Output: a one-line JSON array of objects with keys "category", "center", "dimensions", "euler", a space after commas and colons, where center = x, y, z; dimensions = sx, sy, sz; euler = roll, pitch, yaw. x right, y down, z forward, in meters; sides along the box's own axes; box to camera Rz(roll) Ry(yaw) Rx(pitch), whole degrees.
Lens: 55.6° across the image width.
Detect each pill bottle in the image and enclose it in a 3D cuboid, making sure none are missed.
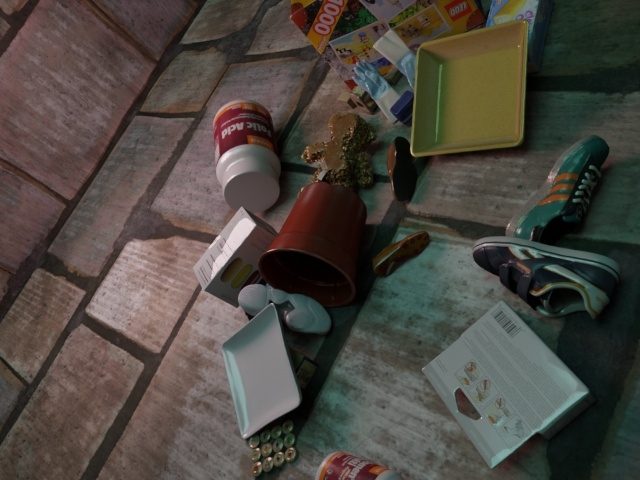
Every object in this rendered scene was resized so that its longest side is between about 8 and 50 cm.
[{"category": "pill bottle", "center": [-0.257, -0.294, 2.117], "dimensions": [0.224, 0.224, 0.392], "euler": [-32, 44, 19]}, {"category": "pill bottle", "center": [0.104, 0.529, 1.264], "dimensions": [0.221, 0.121, 0.121], "euler": [3, 63, 43]}]

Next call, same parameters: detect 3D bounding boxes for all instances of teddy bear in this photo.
[{"category": "teddy bear", "center": [0.055, -0.222, 1.857], "dimensions": [0.245, 0.113, 0.338], "euler": [-6, 65, 26]}]

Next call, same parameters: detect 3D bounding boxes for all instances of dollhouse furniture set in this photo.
[{"category": "dollhouse furniture set", "center": [0.152, -0.535, 2.027], "dimensions": [0.182, 0.101, 0.161], "euler": [-54, 41, -5]}]

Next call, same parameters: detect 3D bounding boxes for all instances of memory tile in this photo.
[{"category": "memory tile", "center": [-0.122, 0.529, 1.547], "dimensions": [0.148, 0.012, 0.113], "euler": [-30, 44, 22]}]

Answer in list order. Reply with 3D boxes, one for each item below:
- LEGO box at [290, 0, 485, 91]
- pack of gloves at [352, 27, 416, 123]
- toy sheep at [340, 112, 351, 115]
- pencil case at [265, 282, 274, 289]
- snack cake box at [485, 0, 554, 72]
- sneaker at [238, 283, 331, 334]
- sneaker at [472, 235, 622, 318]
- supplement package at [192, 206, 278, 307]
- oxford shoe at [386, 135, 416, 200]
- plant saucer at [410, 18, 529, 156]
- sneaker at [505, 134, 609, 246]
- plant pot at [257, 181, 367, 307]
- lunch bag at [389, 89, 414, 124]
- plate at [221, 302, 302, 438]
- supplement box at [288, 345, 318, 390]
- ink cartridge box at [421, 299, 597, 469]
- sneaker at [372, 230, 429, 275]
[{"category": "LEGO box", "center": [0.209, -0.762, 1.941], "dimensions": [0.500, 0.372, 0.193], "euler": [-22, 48, 29]}, {"category": "pack of gloves", "center": [0.229, -0.517, 1.923], "dimensions": [0.195, 0.046, 0.232], "euler": [-42, 82, 12]}, {"category": "toy sheep", "center": [0.094, -0.367, 1.968], "dimensions": [0.091, 0.091, 0.132], "euler": [-41, 60, 10]}, {"category": "pencil case", "center": [-0.123, 0.098, 1.808], "dimensions": [0.088, 0.086, 0.206], "euler": [-1, 51, 7]}, {"category": "snack cake box", "center": [0.556, -0.594, 1.725], "dimensions": [0.152, 0.089, 0.265], "euler": [-3, 60, 41]}, {"category": "sneaker", "center": [-0.097, 0.215, 1.694], "dimensions": [0.268, 0.153, 0.101], "euler": [18, 58, 10]}, {"category": "sneaker", "center": [0.452, 0.078, 1.289], "dimensions": [0.321, 0.126, 0.128], "euler": [11, 65, 45]}, {"category": "supplement package", "center": [-0.238, 0.051, 1.788], "dimensions": [0.244, 0.139, 0.134], "euler": [-51, 37, 6]}, {"category": "oxford shoe", "center": [0.226, -0.194, 1.750], "dimensions": [0.076, 0.076, 0.212], "euler": [132, 148, -52]}, {"category": "plant saucer", "center": [0.413, -0.394, 1.648], "dimensions": [0.332, 0.081, 0.333], "euler": [0, 83, 41]}, {"category": "sneaker", "center": [0.553, -0.089, 1.347], "dimensions": [0.302, 0.108, 0.121], "euler": [-53, 41, 8]}, {"category": "plant pot", "center": [0.000, 0.000, 1.662], "dimensions": [0.272, 0.272, 0.265], "euler": [-8, 48, 37]}, {"category": "lunch bag", "center": [0.271, -0.406, 1.856], "dimensions": [0.098, 0.065, 0.067], "euler": [-47, 29, 9]}, {"category": "plate", "center": [-0.152, 0.347, 1.603], "dimensions": [0.278, 0.045, 0.277], "euler": [-42, 55, 38]}, {"category": "supplement box", "center": [-0.067, 0.338, 1.605], "dimensions": [0.083, 0.056, 0.083], "euler": [21, 77, 48]}, {"category": "ink cartridge box", "center": [0.375, 0.294, 1.247], "dimensions": [0.239, 0.060, 0.275], "euler": [-44, 42, 9]}, {"category": "sneaker", "center": [0.206, 0.022, 1.598], "dimensions": [0.175, 0.064, 0.067], "euler": [-33, 34, 15]}]
